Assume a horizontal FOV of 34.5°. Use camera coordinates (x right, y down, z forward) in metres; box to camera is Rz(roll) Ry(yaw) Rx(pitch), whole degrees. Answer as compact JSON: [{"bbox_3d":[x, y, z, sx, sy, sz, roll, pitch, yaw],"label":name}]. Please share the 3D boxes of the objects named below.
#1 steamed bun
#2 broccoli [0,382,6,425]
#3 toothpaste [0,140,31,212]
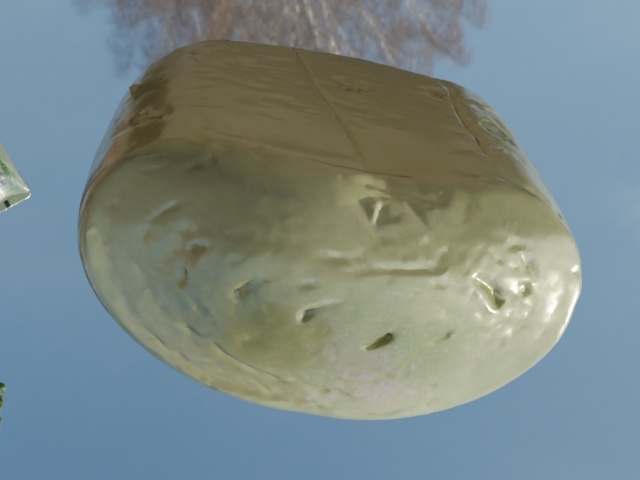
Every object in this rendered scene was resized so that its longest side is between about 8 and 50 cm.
[{"bbox_3d":[0.000,0.000,1.017,0.455,0.290,0.371,9,-154,-10],"label":"steamed bun"},{"bbox_3d":[-0.567,0.189,1.234,0.324,0.272,0.334,-26,-178,3],"label":"broccoli"},{"bbox_3d":[-0.406,-0.132,1.187,0.064,0.218,0.041,-33,-154,-28],"label":"toothpaste"}]
